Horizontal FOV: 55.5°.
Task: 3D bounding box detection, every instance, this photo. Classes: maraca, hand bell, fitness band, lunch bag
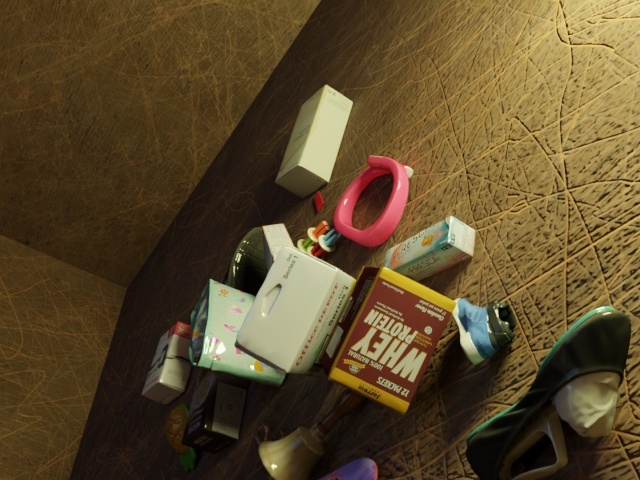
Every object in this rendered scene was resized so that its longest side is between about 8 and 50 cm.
[{"bbox_3d":[-0.382,0.553,1.716,0.127,0.099,0.186,-44,54,49],"label":"maraca"},{"bbox_3d":[0.012,0.342,1.132,0.242,0.126,0.126,-46,24,4],"label":"hand bell"},{"bbox_3d":[0.120,-0.092,1.423,0.209,0.054,0.291,-64,21,3],"label":"fitness band"},{"bbox_3d":[-0.204,0.249,1.504,0.160,0.223,0.262,-59,24,24],"label":"lunch bag"}]

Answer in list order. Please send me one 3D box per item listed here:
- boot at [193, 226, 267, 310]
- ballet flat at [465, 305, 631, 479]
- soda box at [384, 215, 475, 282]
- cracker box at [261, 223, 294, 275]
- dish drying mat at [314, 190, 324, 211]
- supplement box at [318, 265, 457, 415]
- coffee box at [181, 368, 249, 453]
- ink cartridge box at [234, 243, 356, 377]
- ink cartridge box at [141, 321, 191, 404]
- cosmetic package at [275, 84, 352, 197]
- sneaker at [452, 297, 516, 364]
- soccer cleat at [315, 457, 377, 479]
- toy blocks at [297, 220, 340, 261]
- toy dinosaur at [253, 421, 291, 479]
[{"bbox_3d":[-0.274,0.156,1.886,0.284,0.138,0.377,-23,50,57],"label":"boot"},{"bbox_3d":[0.278,0.204,0.707,0.280,0.095,0.096,-61,30,30],"label":"ballet flat"},{"bbox_3d":[0.194,0.024,1.109,0.183,0.063,0.058,-33,36,50],"label":"soda box"},{"bbox_3d":[-0.101,0.070,1.595,0.232,0.067,0.156,-118,23,-64],"label":"cracker box"},{"bbox_3d":[-0.005,-0.113,1.765,0.032,0.008,0.083,-55,24,18],"label":"dish drying mat"},{"bbox_3d":[0.102,0.154,1.005,0.191,0.129,0.194,-64,4,-4],"label":"supplement box"},{"bbox_3d":[-0.270,0.417,1.615,0.141,0.098,0.246,-42,30,40],"label":"coffee box"},{"bbox_3d":[-0.016,0.145,1.149,0.117,0.278,0.201,24,85,24],"label":"ink cartridge box"},{"bbox_3d":[-0.522,0.432,2.139,0.172,0.100,0.237,-40,31,44],"label":"ink cartridge box"},{"bbox_3d":[-0.018,-0.305,1.878,0.160,0.113,0.309,-27,40,54],"label":"cosmetic package"},{"bbox_3d":[0.246,0.118,0.907,0.084,0.058,0.152,-33,13,16],"label":"sneaker"},{"bbox_3d":[-0.001,0.434,1.022,0.248,0.095,0.083,-47,28,34],"label":"soccer cleat"},{"bbox_3d":[0.000,0.000,1.566,0.148,0.054,0.123,-46,28,35],"label":"toy blocks"},{"bbox_3d":[-0.103,0.455,1.290,0.211,0.064,0.112,-136,58,-77],"label":"toy dinosaur"}]
